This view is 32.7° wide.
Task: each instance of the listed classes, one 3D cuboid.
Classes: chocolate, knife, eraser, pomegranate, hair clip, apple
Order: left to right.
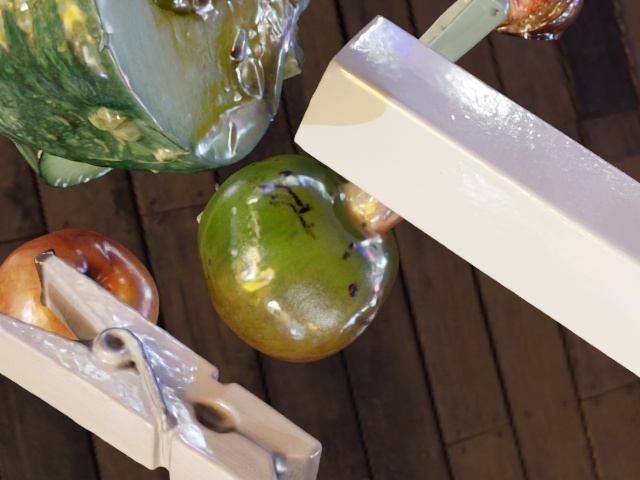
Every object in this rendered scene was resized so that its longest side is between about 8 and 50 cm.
[{"bbox_3d":[-0.313,0.084,1.407,0.209,0.164,0.209,20,54,-29],"label":"apple"},{"bbox_3d":[-0.154,0.129,0.949,0.331,0.085,0.101,29,42,23],"label":"hair clip"},{"bbox_3d":[0.000,0.000,0.911,0.210,0.180,0.180,-39,102,19],"label":"pomegranate"},{"bbox_3d":[0.116,-0.186,1.018,0.044,0.162,0.023,28,54,-20],"label":"knife"},{"bbox_3d":[0.132,-0.024,0.703,0.298,0.076,0.078,35,45,5],"label":"eraser"},{"bbox_3d":[0.240,-0.301,1.240,0.124,0.127,0.133,6,112,-8],"label":"chocolate"}]

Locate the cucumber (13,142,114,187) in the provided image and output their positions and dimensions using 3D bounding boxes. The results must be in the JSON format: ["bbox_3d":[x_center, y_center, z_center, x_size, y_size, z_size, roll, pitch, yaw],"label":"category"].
[{"bbox_3d":[-0.299,-0.160,1.340,0.191,0.191,0.130,-26,63,-23],"label":"cucumber"}]

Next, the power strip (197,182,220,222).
[{"bbox_3d":[-0.070,0.022,1.250,0.080,0.029,0.227,-32,64,1],"label":"power strip"}]

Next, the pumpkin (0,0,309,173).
[{"bbox_3d":[-0.132,-0.187,0.622,0.263,0.197,0.293,62,39,-47],"label":"pumpkin"}]
